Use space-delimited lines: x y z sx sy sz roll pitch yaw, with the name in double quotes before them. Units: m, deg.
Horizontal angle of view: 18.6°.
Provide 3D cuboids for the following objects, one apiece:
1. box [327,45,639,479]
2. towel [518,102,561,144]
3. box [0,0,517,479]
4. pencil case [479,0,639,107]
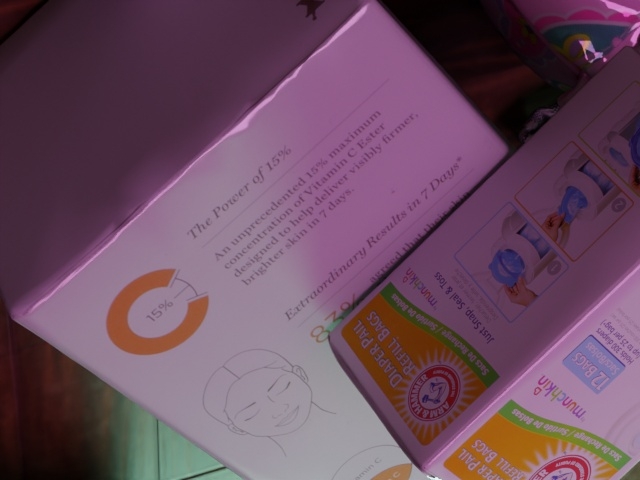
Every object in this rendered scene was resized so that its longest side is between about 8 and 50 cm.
"box" 0.123 0.030 0.925 0.203 0.103 0.114 -44 134 6
"towel" 0.325 -0.036 1.174 0.324 0.056 0.312 -21 141 19
"box" 0.000 0.000 1.020 0.215 0.168 0.345 -42 135 6
"pencil case" 0.210 -0.186 1.027 0.284 0.124 0.124 -42 134 5
